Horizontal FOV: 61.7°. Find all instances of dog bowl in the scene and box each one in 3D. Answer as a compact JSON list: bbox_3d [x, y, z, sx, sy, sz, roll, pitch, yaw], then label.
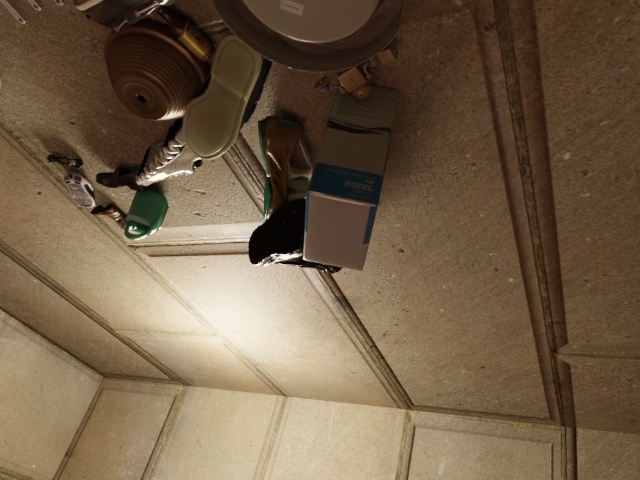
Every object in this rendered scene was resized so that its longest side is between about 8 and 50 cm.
[{"bbox_3d":[-0.017,-0.442,0.849,0.349,0.102,0.348,12,146,8],"label":"dog bowl"}]

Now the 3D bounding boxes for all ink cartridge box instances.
[{"bbox_3d":[0.062,-0.131,1.076,0.129,0.307,0.223,11,146,5],"label":"ink cartridge box"}]

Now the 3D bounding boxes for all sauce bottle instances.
[{"bbox_3d":[-0.265,-0.410,1.055,0.042,0.042,0.128,-17,135,40],"label":"sauce bottle"}]

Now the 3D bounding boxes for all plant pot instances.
[{"bbox_3d":[-0.361,-0.336,1.144,0.237,0.109,0.237,12,147,8],"label":"plant pot"}]

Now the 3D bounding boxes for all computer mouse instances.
[{"bbox_3d":[-0.724,-0.178,1.593,0.106,0.042,0.193,5,139,9],"label":"computer mouse"}]

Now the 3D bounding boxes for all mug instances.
[{"bbox_3d":[-0.501,-0.068,1.546,0.097,0.157,0.129,21,171,-16],"label":"mug"}]

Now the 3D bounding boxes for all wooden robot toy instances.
[{"bbox_3d":[0.076,-0.308,1.018,0.173,0.076,0.079,-24,129,26],"label":"wooden robot toy"}]

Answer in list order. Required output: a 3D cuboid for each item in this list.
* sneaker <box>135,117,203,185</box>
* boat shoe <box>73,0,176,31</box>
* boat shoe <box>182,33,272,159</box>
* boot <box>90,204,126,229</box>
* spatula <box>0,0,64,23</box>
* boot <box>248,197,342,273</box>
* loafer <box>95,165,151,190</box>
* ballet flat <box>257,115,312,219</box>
[{"bbox_3d":[-0.374,-0.199,1.358,0.118,0.110,0.292,28,146,-32],"label":"sneaker"},{"bbox_3d":[-0.306,-0.459,0.960,0.335,0.112,0.095,-2,160,34],"label":"boat shoe"},{"bbox_3d":[-0.188,-0.302,1.117,0.127,0.113,0.340,37,138,2],"label":"boat shoe"},{"bbox_3d":[-0.669,-0.068,1.731,0.106,0.037,0.114,-1,147,29],"label":"boot"},{"bbox_3d":[-0.636,-0.548,1.047,0.168,0.019,0.242,-10,139,26],"label":"spatula"},{"bbox_3d":[-0.001,-0.004,1.356,0.260,0.131,0.348,8,165,-30],"label":"boot"},{"bbox_3d":[-0.556,-0.183,1.505,0.170,0.062,0.061,5,122,12],"label":"loafer"},{"bbox_3d":[-0.082,-0.161,1.295,0.124,0.116,0.342,-2,142,-5],"label":"ballet flat"}]
